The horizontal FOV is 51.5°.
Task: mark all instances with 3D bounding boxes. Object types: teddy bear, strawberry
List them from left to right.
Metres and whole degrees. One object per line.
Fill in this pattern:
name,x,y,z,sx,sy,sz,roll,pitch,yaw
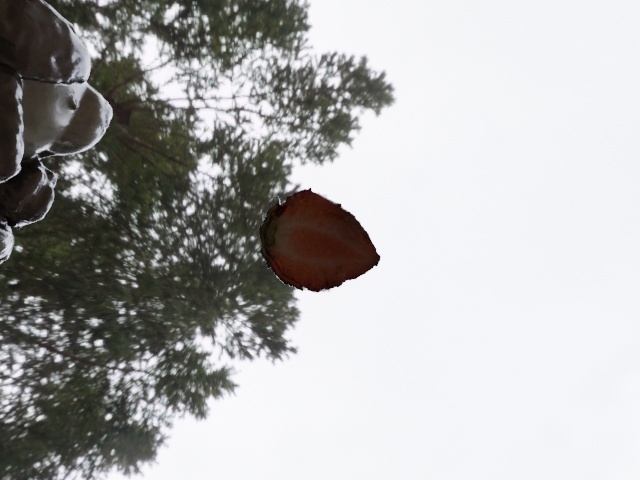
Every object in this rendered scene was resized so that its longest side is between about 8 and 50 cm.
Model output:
teddy bear,-0.234,-0.072,0.474,0.144,0.251,0.171,22,-140,-40
strawberry,0.000,0.000,0.971,0.187,0.082,0.147,15,-80,10
